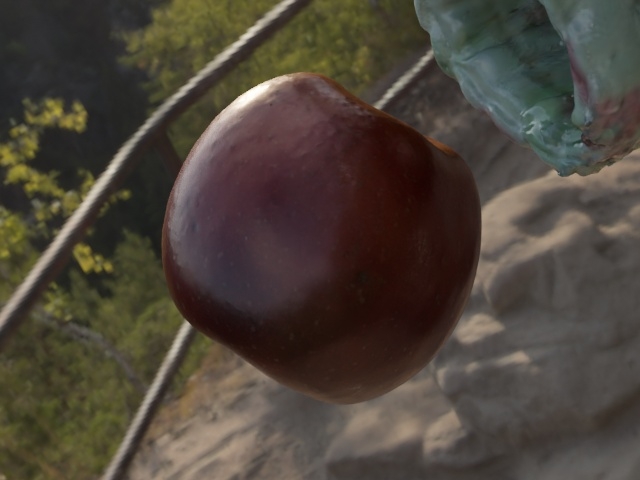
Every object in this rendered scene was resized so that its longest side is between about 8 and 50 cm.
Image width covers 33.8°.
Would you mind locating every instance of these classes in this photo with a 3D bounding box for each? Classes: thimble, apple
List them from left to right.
[{"bbox_3d":[0.000,0.000,0.729,0.201,0.218,0.218,-60,27,4],"label":"apple"},{"bbox_3d":[0.164,-0.150,0.657,0.149,0.211,0.185,-32,1,-15],"label":"thimble"}]
